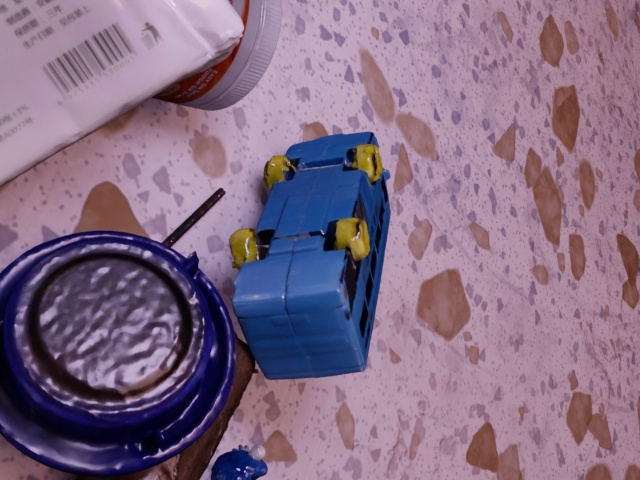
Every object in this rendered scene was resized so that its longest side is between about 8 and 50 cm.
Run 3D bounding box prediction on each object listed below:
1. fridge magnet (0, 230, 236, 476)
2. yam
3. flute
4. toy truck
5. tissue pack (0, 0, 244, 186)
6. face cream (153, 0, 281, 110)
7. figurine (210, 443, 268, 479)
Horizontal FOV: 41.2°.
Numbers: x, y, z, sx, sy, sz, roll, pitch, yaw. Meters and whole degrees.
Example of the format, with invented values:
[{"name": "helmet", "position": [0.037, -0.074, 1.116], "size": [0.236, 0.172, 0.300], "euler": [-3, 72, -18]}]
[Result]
[{"name": "fridge magnet", "position": [-0.213, 0.103, 0.860], "size": [0.266, 0.112, 0.265], "euler": [9, 57, -14]}, {"name": "yam", "position": [-0.175, 0.221, 0.935], "size": [0.131, 0.131, 0.279], "euler": [51, 49, -31]}, {"name": "flute", "position": [-0.193, 0.009, 1.038], "size": [0.269, 0.014, 0.014], "euler": [-50, 120, -42]}, {"name": "toy truck", "position": [0.000, 0.000, 1.088], "size": [0.385, 0.161, 0.162], "euler": [-76, 155, -55]}, {"name": "tissue pack", "position": [-0.278, -0.195, 0.720], "size": [0.357, 0.194, 0.266], "euler": [-32, 113, -5]}, {"name": "face cream", "position": [-0.176, -0.262, 0.965], "size": [0.187, 0.201, 0.201], "euler": [8, 77, -49]}, {"name": "figurine", "position": [-0.121, 0.345, 0.934], "size": [0.121, 0.164, 0.262], "euler": [14, 85, -19]}]
